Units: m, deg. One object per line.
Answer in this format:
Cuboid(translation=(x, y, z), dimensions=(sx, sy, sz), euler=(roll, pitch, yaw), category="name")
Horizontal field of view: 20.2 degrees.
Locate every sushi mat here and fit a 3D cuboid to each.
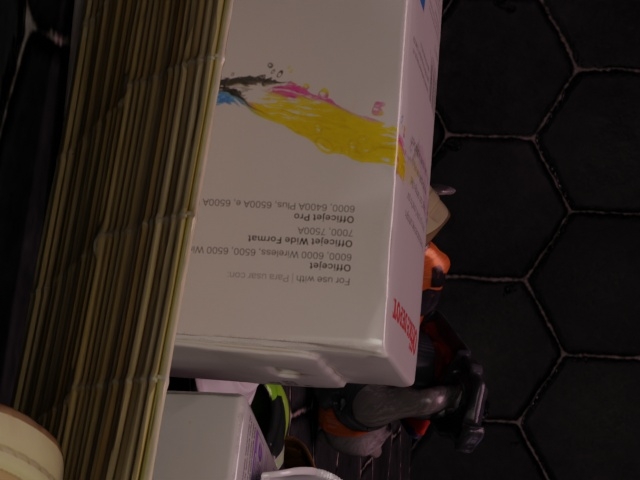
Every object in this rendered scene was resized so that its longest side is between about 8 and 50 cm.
Cuboid(translation=(-0.087, 0.006, 0.744), dimensions=(0.151, 0.019, 0.316), euler=(-23, -126, 58), category="sushi mat")

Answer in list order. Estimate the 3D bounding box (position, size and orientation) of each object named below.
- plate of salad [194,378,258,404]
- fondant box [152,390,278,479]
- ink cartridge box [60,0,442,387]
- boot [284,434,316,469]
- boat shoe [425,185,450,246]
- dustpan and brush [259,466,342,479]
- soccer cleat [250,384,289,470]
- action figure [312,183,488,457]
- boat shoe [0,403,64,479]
Cuboid(translation=(-0.063, 0.025, 1.162), dimensions=(0.200, 0.048, 0.199), euler=(4, 90, -77), category="plate of salad")
Cuboid(translation=(-0.068, 0.256, 0.987), dimensions=(0.330, 0.096, 0.238), euler=(71, 23, -59), category="fondant box")
Cuboid(translation=(-0.032, -0.049, 0.921), dimensions=(0.171, 0.168, 0.232), euler=(55, 39, -77), category="ink cartridge box")
Cuboid(translation=(-0.023, 0.313, 1.405), dimensions=(0.295, 0.104, 0.211), euler=(-94, 175, -53), category="boot")
Cuboid(translation=(0.000, 0.000, 1.139), dimensions=(0.098, 0.109, 0.302), euler=(55, 24, -4), category="boat shoe")
Cuboid(translation=(0.013, 0.196, 0.988), dimensions=(0.211, 0.060, 0.147), euler=(27, 65, -78), category="dustpan and brush")
Cuboid(translation=(-0.052, 0.182, 1.321), dimensions=(0.072, 0.060, 0.178), euler=(50, 36, -65), category="soccer cleat")
Cuboid(translation=(0.046, 0.062, 1.832), dimensions=(0.341, 0.179, 0.330), euler=(-136, -130, -63), category="action figure")
Cuboid(translation=(-0.124, 0.109, 0.531), dimensions=(0.285, 0.105, 0.089), euler=(77, 15, -67), category="boat shoe")
